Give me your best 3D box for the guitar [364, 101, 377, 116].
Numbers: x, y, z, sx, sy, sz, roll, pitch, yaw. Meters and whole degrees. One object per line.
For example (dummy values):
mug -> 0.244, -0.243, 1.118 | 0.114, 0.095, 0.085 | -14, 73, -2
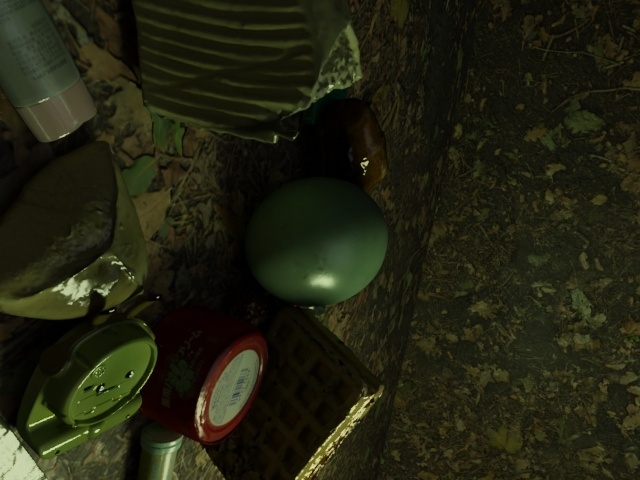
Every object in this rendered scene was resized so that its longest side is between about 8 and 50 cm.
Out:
guitar -> 0.126, -0.284, 1.390 | 0.084, 0.038, 0.270 | 5, 96, -65

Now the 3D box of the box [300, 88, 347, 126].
box -> 0.021, -0.389, 1.099 | 0.161, 0.042, 0.226 | -17, 119, -63

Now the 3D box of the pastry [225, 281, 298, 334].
pastry -> -0.122, 0.147, 1.009 | 0.097, 0.115, 0.208 | -44, 163, 18

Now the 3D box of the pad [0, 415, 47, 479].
pad -> -0.435, 0.283, 0.529 | 0.159, 0.009, 0.264 | -50, 146, -45

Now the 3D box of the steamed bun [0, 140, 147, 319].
steamed bun -> -0.298, 0.021, 0.559 | 0.212, 0.111, 0.231 | -47, 141, -46

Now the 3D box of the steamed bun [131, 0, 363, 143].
steamed bun -> -0.088, -0.296, 0.656 | 0.272, 0.291, 0.273 | -56, 145, -65

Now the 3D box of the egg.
egg -> 0.000, 0.000, 0.986 | 0.389, 0.276, 0.275 | -20, 121, -62

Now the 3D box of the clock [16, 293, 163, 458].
clock -> -0.297, 0.169, 0.622 | 0.170, 0.069, 0.231 | -10, 129, -63

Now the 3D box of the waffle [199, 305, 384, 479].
waffle -> -0.069, 0.357, 0.937 | 0.376, 0.261, 0.114 | -57, 152, 10

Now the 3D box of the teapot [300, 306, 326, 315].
teapot -> -0.028, 0.145, 1.222 | 0.149, 0.111, 0.108 | 52, 42, -54

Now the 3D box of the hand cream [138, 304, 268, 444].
hand cream -> -0.209, 0.240, 0.831 | 0.230, 0.150, 0.230 | -49, 148, -47

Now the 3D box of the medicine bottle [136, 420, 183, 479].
medicine bottle -> -0.306, 0.443, 0.831 | 0.074, 0.074, 0.218 | -6, 111, -65

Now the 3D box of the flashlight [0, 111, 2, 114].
flashlight -> -0.358, -0.103, 0.461 | 0.083, 0.018, 0.018 | -66, 155, -19

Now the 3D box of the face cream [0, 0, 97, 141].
face cream -> -0.309, -0.205, 0.468 | 0.084, 0.057, 0.198 | -55, 151, -37

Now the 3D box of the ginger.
ginger -> 0.078, -0.188, 1.125 | 0.165, 0.173, 0.321 | -46, 154, -41
